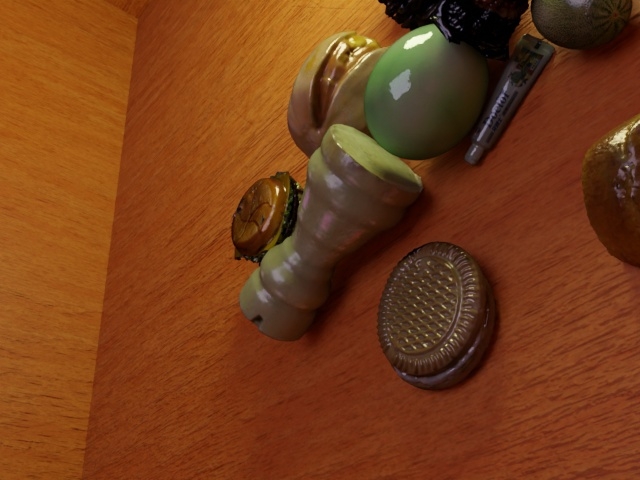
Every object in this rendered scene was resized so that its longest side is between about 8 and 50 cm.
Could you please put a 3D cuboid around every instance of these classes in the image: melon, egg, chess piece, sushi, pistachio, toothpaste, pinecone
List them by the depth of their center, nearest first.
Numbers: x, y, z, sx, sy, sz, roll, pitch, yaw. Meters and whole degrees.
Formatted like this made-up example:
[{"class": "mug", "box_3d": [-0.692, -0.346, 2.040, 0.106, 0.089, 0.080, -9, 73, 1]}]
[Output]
[{"class": "melon", "box_3d": [0.425, -0.388, 1.151, 0.139, 0.139, 0.192, -57, 30, 14]}, {"class": "sushi", "box_3d": [0.295, -0.427, 1.216, 0.150, 0.172, 0.153, -50, 60, 37]}, {"class": "toothpaste", "box_3d": [0.337, -0.255, 1.280, 0.067, 0.037, 0.255, 33, 99, 24]}, {"class": "egg", "box_3d": [0.201, -0.282, 1.320, 0.220, 0.220, 0.270, 28, 89, 56]}, {"class": "pinecone", "box_3d": [0.212, -0.535, 1.400, 0.243, 0.257, 0.243, -61, 1, 3]}, {"class": "chess piece", "box_3d": [0.000, 0.000, 1.453, 0.442, 0.234, 0.234, -56, 36, 22]}, {"class": "pistachio", "box_3d": [0.050, -0.317, 1.567, 0.230, 0.230, 0.309, 23, 86, 56]}]

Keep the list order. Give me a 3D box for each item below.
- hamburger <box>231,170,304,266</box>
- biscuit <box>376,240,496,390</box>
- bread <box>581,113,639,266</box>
[{"class": "hamburger", "box_3d": [-0.116, -0.044, 1.688, 0.261, 0.138, 0.243, -3, 67, 53]}, {"class": "biscuit", "box_3d": [0.196, 0.129, 1.220, 0.259, 0.079, 0.259, -31, 48, 42]}, {"class": "bread", "box_3d": [0.442, -0.091, 0.963, 0.129, 0.134, 0.260, -9, 64, 52]}]
